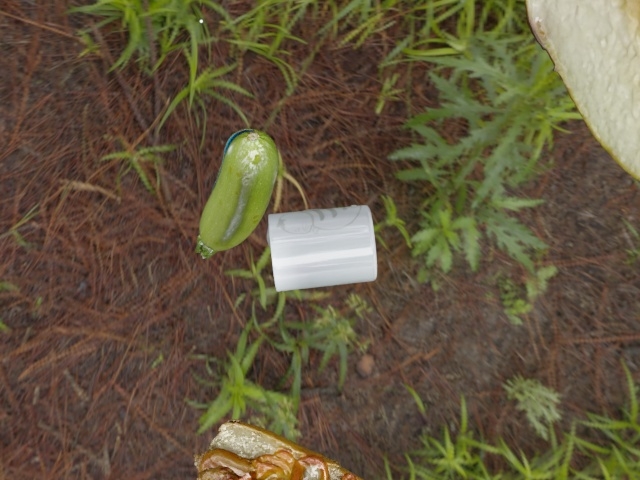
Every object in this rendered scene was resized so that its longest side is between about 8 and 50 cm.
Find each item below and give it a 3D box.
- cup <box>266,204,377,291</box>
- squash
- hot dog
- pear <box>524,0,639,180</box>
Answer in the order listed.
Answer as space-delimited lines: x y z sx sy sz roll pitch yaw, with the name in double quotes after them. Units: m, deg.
-0.001 -0.005 1.248 0.133 0.136 0.099 -6 142 0 "cup"
-0.130 -0.056 1.523 0.094 0.094 0.341 17 143 -10 "squash"
0.015 0.314 1.027 0.348 0.117 0.158 27 56 3 "hot dog"
0.357 -0.215 0.805 0.191 0.386 0.340 -12 128 -22 "pear"
